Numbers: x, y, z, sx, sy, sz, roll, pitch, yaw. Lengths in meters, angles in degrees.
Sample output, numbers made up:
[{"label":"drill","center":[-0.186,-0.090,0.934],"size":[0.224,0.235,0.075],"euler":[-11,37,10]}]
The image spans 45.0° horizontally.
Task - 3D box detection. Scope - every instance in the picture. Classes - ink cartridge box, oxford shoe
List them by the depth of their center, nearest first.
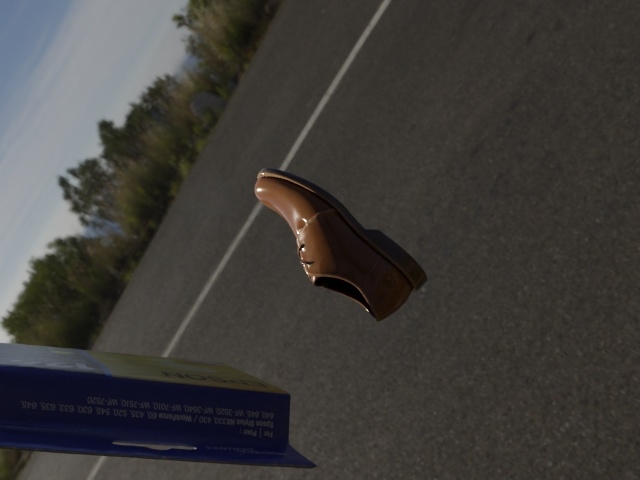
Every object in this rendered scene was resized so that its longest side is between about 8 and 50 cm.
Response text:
[{"label":"oxford shoe","center":[0.000,0.000,0.761],"size":[0.076,0.212,0.076],"euler":[-47,-28,-10]},{"label":"ink cartridge box","center":[-0.196,0.162,0.807],"size":[0.307,0.303,0.072],"euler":[-6,75,63]}]
